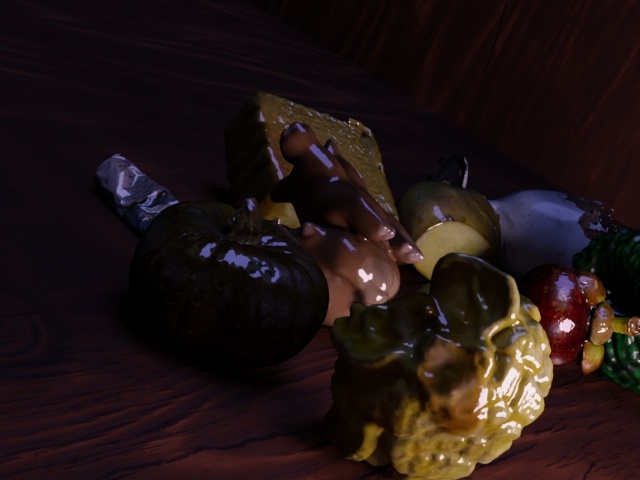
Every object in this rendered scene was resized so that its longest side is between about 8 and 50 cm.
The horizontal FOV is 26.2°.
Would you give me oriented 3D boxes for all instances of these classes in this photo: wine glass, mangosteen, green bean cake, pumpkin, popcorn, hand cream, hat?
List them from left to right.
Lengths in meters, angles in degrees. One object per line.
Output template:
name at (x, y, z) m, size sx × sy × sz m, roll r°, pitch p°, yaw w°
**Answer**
hand cream at (-0.205, -0.026, 1.697) m, size 0.075 × 0.052 × 0.248 m, roll -15°, pitch 46°, yaw -37°
pumpkin at (-0.091, 0.033, 1.446) m, size 0.219 × 0.162 × 0.219 m, roll 21°, pitch 14°, yaw -6°
green bean cake at (-0.019, -0.083, 1.998) m, size 0.236 × 0.124 × 0.233 m, roll 18°, pitch 40°, yaw -32°
popcorn at (0.111, 0.125, 1.345) m, size 0.235 × 0.217 × 0.181 m, roll -12°, pitch 49°, yaw -6°
wine glass at (0.354, -0.018, 2.412) m, size 0.357 × 0.190 × 0.190 m, roll 19°, pitch 16°, yaw -13°
mangosteen at (0.363, 0.108, 1.995) m, size 0.181 × 0.156 × 0.146 m, roll -5°, pitch 28°, yaw -3°
hat at (0.548, 0.137, 2.148) m, size 0.332 × 0.242 × 0.274 m, roll 32°, pitch 25°, yaw -37°

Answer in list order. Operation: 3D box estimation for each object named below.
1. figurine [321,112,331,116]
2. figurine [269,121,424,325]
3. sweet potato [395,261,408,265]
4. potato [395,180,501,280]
figurine at (-0.003, -0.157, 2.380) m, size 0.155 × 0.127 × 0.235 m, roll 18°, pitch 9°, yaw 1°
figurine at (0.001, 0.002, 1.696) m, size 0.247 × 0.173 × 0.177 m, roll 51°, pitch 11°, yaw 20°
sweet potato at (0.097, 0.022, 2.102) m, size 0.115 × 0.026 × 0.026 m, roll 16°, pitch 18°, yaw -38°
potato at (0.193, -0.010, 2.138) m, size 0.176 × 0.141 × 0.298 m, roll 46°, pitch 19°, yaw 16°
